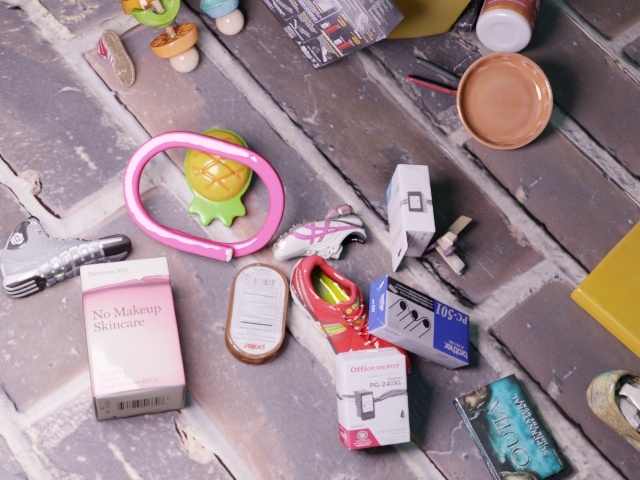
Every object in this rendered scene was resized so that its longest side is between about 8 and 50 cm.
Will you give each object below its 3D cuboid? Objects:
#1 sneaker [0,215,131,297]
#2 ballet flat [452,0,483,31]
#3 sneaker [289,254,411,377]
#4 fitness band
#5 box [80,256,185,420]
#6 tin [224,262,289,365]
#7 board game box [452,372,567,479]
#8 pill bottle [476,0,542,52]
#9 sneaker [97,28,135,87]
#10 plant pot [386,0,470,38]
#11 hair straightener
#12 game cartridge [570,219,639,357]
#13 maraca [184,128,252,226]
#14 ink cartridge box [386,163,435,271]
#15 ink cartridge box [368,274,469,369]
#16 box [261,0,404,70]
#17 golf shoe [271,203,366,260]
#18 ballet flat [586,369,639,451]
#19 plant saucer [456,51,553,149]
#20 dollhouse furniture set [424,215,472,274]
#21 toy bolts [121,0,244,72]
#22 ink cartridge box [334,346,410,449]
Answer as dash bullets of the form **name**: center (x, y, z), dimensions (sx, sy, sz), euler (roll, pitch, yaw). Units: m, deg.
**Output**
- **sneaker**: center (-0.455, 0.001, 1.692), dimensions (0.228, 0.086, 0.132), euler (-20, 64, -19)
- **ballet flat**: center (0.335, -0.530, 2.145), dimensions (0.049, 0.057, 0.173), euler (20, 59, 7)
- **sneaker**: center (0.050, 0.139, 1.683), dimensions (0.279, 0.118, 0.107), euler (45, 63, 11)
- **fitness band**: center (-0.208, -0.081, 1.732), dimensions (0.290, 0.054, 0.209), euler (16, 98, -2)
- **box**: center (-0.311, 0.161, 1.603), dimensions (0.148, 0.127, 0.232), euler (-7, 63, -13)
- **tin**: center (-0.112, 0.127, 1.712), dimensions (0.106, 0.040, 0.190), euler (6, 61, -2)
- **board game box**: center (0.326, 0.336, 1.680), dimensions (0.126, 0.026, 0.186), euler (-19, 66, -20)
- **pill bottle**: center (0.422, -0.524, 2.119), dimensions (0.121, 0.121, 0.216), euler (21, 60, 2)
- **sneaker**: center (-0.407, -0.357, 1.929), dimensions (0.042, 0.067, 0.118), euler (-24, 98, -24)
- **plant pot**: center (0.211, -0.556, 2.061), dimensions (0.187, 0.212, 0.212), euler (7, 59, -20)
- **hair straightener**: center (0.301, -0.338, 2.013), dimensions (0.230, 0.089, 0.047), euler (20, 21, 2)
- **game cartridge**: center (0.684, 0.098, 1.868), dimensions (0.285, 0.053, 0.323), euler (43, 65, 14)
- **maraca**: center (-0.190, -0.117, 1.800), dimensions (0.127, 0.099, 0.186), euler (2, 81, -3)
- **ink cartridge box**: center (0.169, -0.039, 1.815), dimensions (0.060, 0.104, 0.180), euler (3, 61, -10)
- **ink cartridge box**: center (0.175, 0.145, 1.690), dimensions (0.207, 0.046, 0.097), euler (26, 54, -33)
- **box**: center (-0.017, -0.499, 1.887), dimensions (0.307, 0.242, 0.076), euler (49, 60, -18)
- **golf shoe**: center (0.000, 0.000, 1.783), dimensions (0.186, 0.067, 0.086), euler (-24, 69, -22)
- **ballet flat**: center (0.619, 0.349, 1.675), dimensions (0.348, 0.123, 0.123), euler (40, 62, 12)
- **plant saucer**: center (0.374, -0.284, 1.986), dimensions (0.199, 0.037, 0.200), euler (0, 90, -5)
- **dollhouse furniture set**: center (0.272, 0.005, 1.830), dimensions (0.081, 0.091, 0.114), euler (49, 60, 0)
- **toy bolts**: center (-0.271, -0.458, 1.981), dimensions (0.228, 0.158, 0.218), euler (-36, 32, -15)
- **ink cartridge box**: center (0.086, 0.262, 1.617), dimensions (0.109, 0.063, 0.151), euler (-5, 96, -12)
